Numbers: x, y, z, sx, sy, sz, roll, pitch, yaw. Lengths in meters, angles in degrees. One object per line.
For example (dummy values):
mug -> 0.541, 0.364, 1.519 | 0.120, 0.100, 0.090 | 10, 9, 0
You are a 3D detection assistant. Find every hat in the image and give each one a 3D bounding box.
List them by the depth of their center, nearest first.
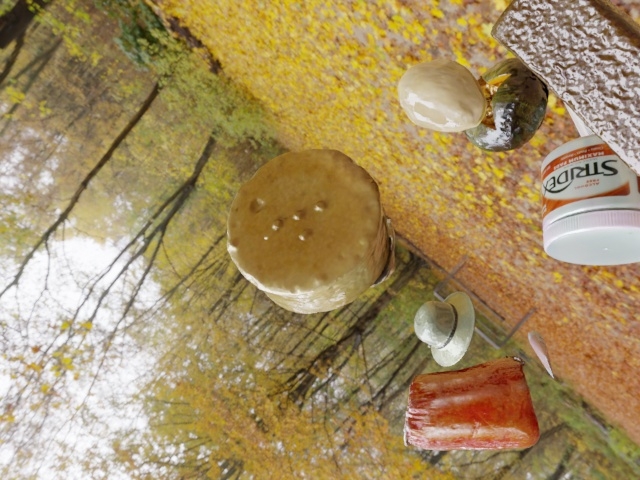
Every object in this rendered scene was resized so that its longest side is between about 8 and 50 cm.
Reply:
hat -> 0.390, 0.277, 1.433 | 0.129, 0.258, 0.257 | 20, -172, -11

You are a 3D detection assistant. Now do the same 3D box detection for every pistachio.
pistachio -> 0.256, -0.309, 0.911 | 0.200, 0.145, 0.117 | 34, -153, 28

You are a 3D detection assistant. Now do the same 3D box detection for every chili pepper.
chili pepper -> 0.358, 0.411, 1.081 | 0.251, 0.304, 0.230 | 48, -141, -76

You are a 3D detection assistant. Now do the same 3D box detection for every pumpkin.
pumpkin -> 0.619, -0.451, 1.439 | 0.192, 0.321, 0.320 | 7, -167, -15

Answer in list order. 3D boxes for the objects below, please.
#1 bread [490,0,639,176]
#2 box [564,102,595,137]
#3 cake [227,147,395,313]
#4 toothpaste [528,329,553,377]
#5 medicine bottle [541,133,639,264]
bread -> 0.515, -0.325, 0.791 | 0.113, 0.165, 0.417 | -22, -110, -45
box -> 0.907, -0.344, 1.346 | 0.274, 0.116, 0.203 | 43, -152, -27
cake -> 0.001, 0.008, 0.928 | 0.332, 0.332, 0.321 | 43, 176, 28
toothpaste -> 0.675, 0.336, 1.301 | 0.067, 0.042, 0.194 | 67, -161, -10
medicine bottle -> 0.663, -0.091, 1.005 | 0.252, 0.241, 0.253 | 7, 160, 3
